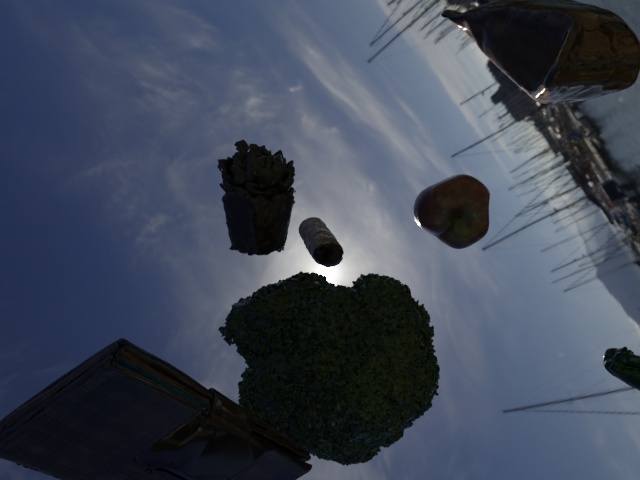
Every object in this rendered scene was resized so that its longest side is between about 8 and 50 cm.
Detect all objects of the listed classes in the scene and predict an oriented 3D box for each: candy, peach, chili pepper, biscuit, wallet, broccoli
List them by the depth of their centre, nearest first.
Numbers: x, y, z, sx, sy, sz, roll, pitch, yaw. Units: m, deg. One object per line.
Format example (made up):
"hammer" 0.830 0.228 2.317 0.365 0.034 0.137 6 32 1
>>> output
"wallet" -0.117 0.171 0.347 0.230 0.124 0.042 48 -169 -33
"candy" 0.274 -0.262 0.554 0.144 0.101 0.271 -6 -139 -14
"broccoli" 0.015 0.150 0.555 0.261 0.269 0.241 55 174 -8
"chili pepper" 0.645 0.254 0.764 0.074 0.257 0.100 0 -84 -41
"biscuit" 0.000 0.000 0.778 0.061 0.055 0.219 2 -166 -11
"peach" 0.263 -0.059 0.868 0.152 0.152 0.151 36 -144 -32

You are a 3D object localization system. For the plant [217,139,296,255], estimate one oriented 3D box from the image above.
"plant" -0.081 -0.054 0.545 0.095 0.092 0.143 -8 -73 -44
